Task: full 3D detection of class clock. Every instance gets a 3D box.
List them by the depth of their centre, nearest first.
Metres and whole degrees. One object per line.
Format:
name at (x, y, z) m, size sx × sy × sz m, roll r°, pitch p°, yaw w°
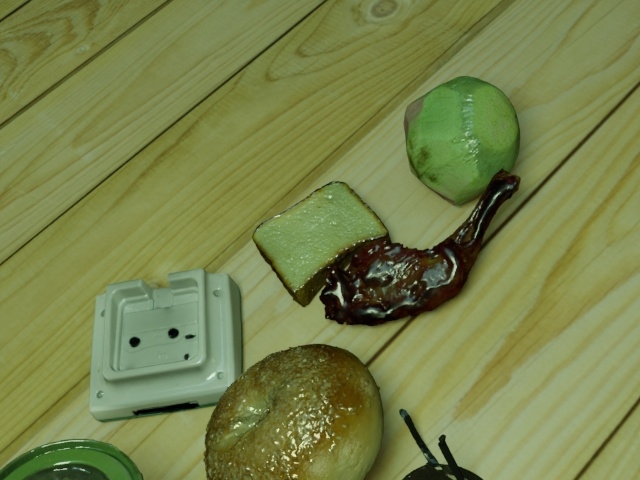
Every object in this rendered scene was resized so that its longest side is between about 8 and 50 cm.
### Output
clock at (-0.273, 0.177, 1.308) m, size 0.262 × 0.116 × 0.231 m, roll -10°, pitch 55°, yaw 7°

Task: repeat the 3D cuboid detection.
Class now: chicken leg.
chicken leg at (0.183, 0.032, 1.288) m, size 0.407 × 0.096 × 0.158 m, roll -34°, pitch 79°, yaw 9°

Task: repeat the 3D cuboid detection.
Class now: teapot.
teapot at (-0.295, 0.459, 0.989) m, size 0.271 × 0.337 × 0.200 m, roll 18°, pitch 37°, yaw 21°

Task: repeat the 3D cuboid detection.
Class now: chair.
chair at (0.159, 0.376, 1.091) m, size 0.174 × 0.149 × 0.213 m, roll -37°, pitch 98°, yaw -16°

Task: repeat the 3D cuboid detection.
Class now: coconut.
coconut at (0.249, -0.183, 1.378) m, size 0.236 × 0.235 × 0.204 m, roll 30°, pitch 54°, yaw 28°

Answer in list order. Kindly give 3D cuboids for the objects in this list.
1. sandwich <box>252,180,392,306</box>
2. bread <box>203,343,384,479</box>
sandwich at (0.000, 0.000, 1.395) m, size 0.215 × 0.065 × 0.186 m, roll -35°, pitch 55°, yaw -11°
bread at (-0.053, 0.280, 1.107) m, size 0.306 × 0.159 × 0.305 m, roll -30°, pitch 36°, yaw 25°
